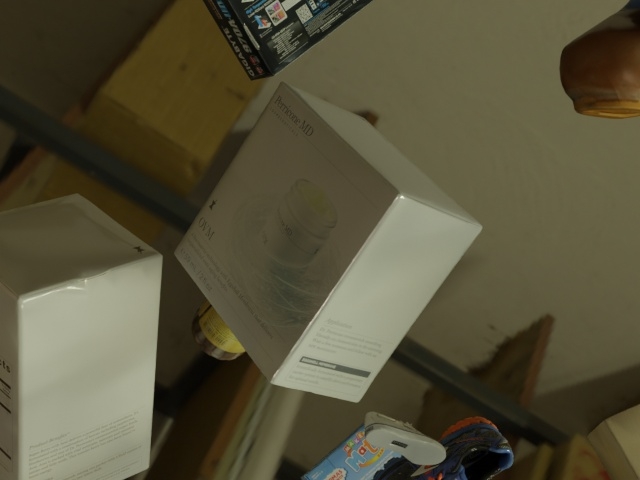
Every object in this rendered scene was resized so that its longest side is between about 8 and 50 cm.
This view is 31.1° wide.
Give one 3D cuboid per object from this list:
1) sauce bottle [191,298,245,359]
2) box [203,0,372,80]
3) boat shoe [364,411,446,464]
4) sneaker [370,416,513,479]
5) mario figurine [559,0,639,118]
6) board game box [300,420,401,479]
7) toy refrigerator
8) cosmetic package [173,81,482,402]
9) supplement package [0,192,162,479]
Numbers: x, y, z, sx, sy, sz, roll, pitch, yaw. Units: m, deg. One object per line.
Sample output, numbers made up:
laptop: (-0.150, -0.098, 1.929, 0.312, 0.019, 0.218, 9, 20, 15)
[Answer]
sauce bottle: (-0.078, 0.064, 1.781, 0.344, 0.111, 0.111, -44, -162, 42)
box: (-0.032, -0.306, 1.256, 0.220, 0.175, 0.051, -42, -158, -26)
boat shoe: (0.086, 0.200, 1.179, 0.035, 0.100, 0.035, -51, -151, 33)
sneaker: (0.146, 0.297, 1.427, 0.221, 0.083, 0.087, -34, -160, -17)
mario figurine: (0.132, -0.206, 0.391, 0.170, 0.198, 0.321, 21, 69, -78)
board game box: (0.096, 0.414, 1.867, 0.160, 0.211, 0.039, -38, 174, -21)
toy refrigerator: (0.520, 0.384, 1.727, 0.102, 0.270, 0.094, -20, 158, -17)
cosmetic package: (0.000, 0.000, 1.158, 0.225, 0.138, 0.224, -56, -134, 14)
supplement package: (-0.301, 0.125, 1.278, 0.177, 0.175, 0.293, -17, 127, -40)
